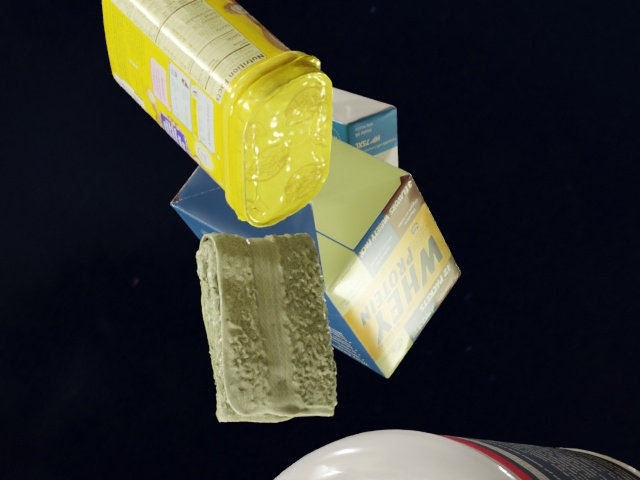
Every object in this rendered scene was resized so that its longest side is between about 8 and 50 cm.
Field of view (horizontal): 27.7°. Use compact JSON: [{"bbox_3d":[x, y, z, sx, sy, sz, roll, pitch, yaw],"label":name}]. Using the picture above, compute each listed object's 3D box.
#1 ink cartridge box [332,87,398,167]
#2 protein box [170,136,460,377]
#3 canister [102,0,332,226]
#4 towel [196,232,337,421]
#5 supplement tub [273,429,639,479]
[{"bbox_3d":[0.017,-0.049,1.475,0.078,0.231,0.134,-23,-149,-36],"label":"ink cartridge box"},{"bbox_3d":[0.000,0.000,1.267,0.200,0.201,0.136,28,-105,31],"label":"protein box"},{"bbox_3d":[-0.072,-0.107,0.871,0.073,0.126,0.170,-31,-123,-24],"label":"canister"},{"bbox_3d":[-0.038,0.065,0.998,0.110,0.027,0.148,-1,-103,-33],"label":"towel"},{"bbox_3d":[0.092,0.196,0.643,0.272,0.191,0.191,17,-133,-54],"label":"supplement tub"}]
